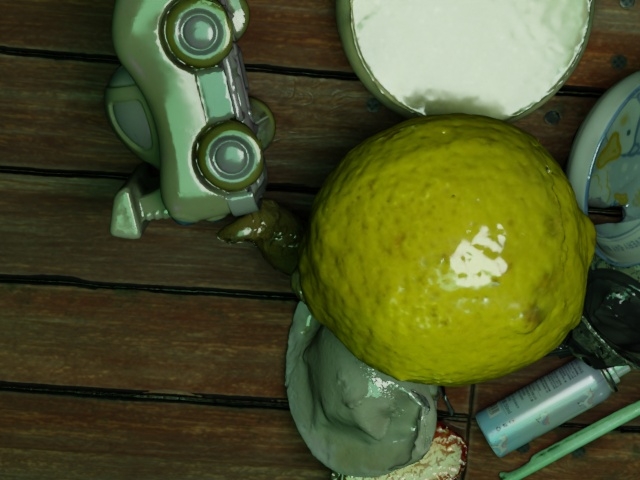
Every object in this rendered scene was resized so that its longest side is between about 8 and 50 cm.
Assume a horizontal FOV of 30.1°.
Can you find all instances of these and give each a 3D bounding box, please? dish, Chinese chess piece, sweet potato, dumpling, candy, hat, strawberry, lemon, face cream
[{"bbox_3d":[0.402,-0.112,1.609,0.273,0.134,0.273,-17,118,-34],"label":"dish"},{"bbox_3d":[0.188,-0.308,1.554,0.338,0.140,0.338,0,106,-1],"label":"Chinese chess piece"},{"bbox_3d":[-0.003,0.002,1.650,0.310,0.098,0.124,3,134,-21],"label":"sweet potato"},{"bbox_3d":[0.063,0.197,1.676,0.163,0.293,0.204,-19,146,-34],"label":"dumpling"},{"bbox_3d":[0.453,0.252,1.732,0.440,0.119,0.119,-34,103,15],"label":"candy"},{"bbox_3d":[0.406,0.107,1.647,0.265,0.265,0.128,32,136,-8],"label":"hat"},{"bbox_3d":[0.105,0.339,1.753,0.208,0.087,0.167,3,89,-9],"label":"strawberry"},{"bbox_3d":[0.149,0.015,1.482,0.387,0.350,0.349,-7,105,7],"label":"lemon"},{"bbox_3d":[0.341,0.230,1.729,0.229,0.075,0.075,-31,103,8],"label":"face cream"}]

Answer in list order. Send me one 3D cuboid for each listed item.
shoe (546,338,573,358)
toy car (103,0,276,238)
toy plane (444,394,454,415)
[{"bbox_3d":[0.338,0.143,1.718,0.159,0.053,0.062,-12,67,-16],"label":"shoe"},{"bbox_3d":[-0.192,-0.194,1.536,0.226,0.242,0.336,-13,106,6],"label":"toy car"},{"bbox_3d":[0.149,0.204,1.742,0.060,0.037,0.145,-20,105,1],"label":"toy plane"}]
